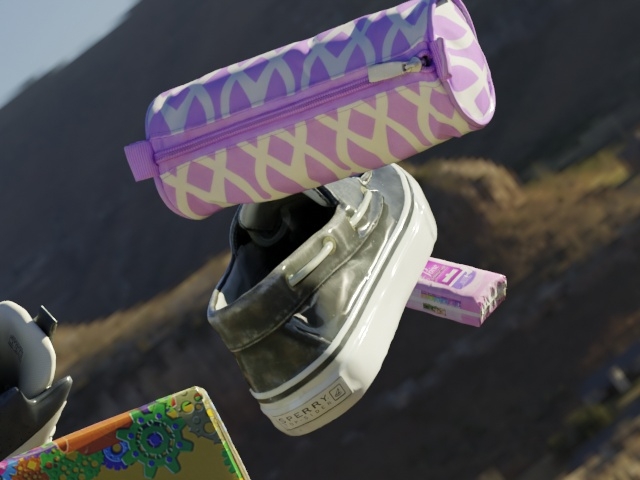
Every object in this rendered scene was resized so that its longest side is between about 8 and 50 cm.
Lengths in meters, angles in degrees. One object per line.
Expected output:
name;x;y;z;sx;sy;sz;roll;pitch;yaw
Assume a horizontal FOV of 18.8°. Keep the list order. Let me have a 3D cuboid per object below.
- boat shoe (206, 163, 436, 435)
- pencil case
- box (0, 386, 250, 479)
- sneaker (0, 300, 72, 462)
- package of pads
boat shoe;0.000;0.000;1.343;0.121;0.119;0.335;-29;19;17
pencil case;-0.001;-0.073;1.092;0.206;0.086;0.088;-19;5;25
box;-0.158;0.220;0.770;0.279;0.177;0.290;-21;-13;-20
sneaker;-0.185;0.110;1.165;0.153;0.094;0.235;-56;-26;7
package of pads;0.113;0.043;1.659;0.083;0.032;0.050;15;35;29
